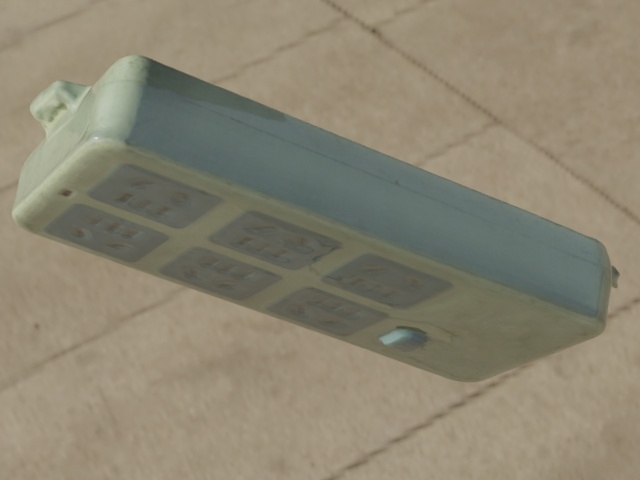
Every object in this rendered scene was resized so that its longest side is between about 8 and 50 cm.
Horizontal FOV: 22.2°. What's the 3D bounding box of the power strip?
[{"bbox_3d":[0.000,0.000,0.707,0.118,0.270,0.046,-34,41,55],"label":"power strip"}]
